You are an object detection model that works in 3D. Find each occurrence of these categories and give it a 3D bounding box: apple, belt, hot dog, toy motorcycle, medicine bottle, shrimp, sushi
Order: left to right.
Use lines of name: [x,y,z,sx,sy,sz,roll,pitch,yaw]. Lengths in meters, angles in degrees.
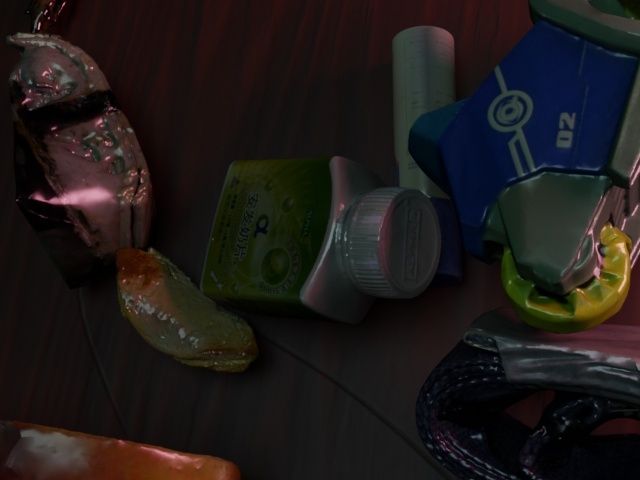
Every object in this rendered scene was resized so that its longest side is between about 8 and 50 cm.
shrimp: [-0.328,-0.302,1.056,0.147,0.035,0.195,3,67,14]
apple: [-0.237,0.225,0.801,0.346,0.179,0.254,2,112,18]
sushi: [-0.229,-0.104,0.935,0.109,0.134,0.273,-15,54,-3]
hot dog: [-0.128,0.073,0.865,0.169,0.061,0.078,37,48,19]
medicine bottle: [0.000,0.000,0.806,0.188,0.088,0.132,1,72,40]
medicine bottle: [0.094,-0.075,0.851,0.059,0.059,0.231,-4,72,15]
toy motorcycle: [0.187,-0.093,0.732,0.200,0.191,0.326,23,68,28]
belt: [0.197,0.123,0.716,0.230,0.126,0.140,5,105,26]
